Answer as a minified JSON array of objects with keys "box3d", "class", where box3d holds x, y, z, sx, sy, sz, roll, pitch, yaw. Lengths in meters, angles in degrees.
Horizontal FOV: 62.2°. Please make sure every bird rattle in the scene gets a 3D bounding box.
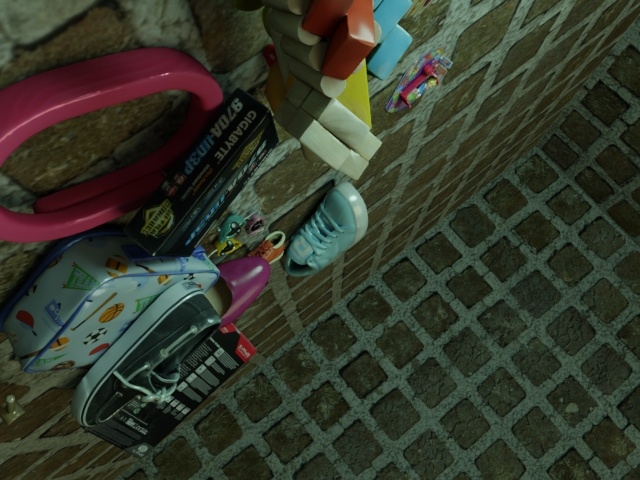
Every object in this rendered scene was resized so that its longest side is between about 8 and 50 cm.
[{"box3d":[-0.030,-0.178,0.569,0.143,0.206,0.253,-8,155,-6],"class":"bird rattle"}]

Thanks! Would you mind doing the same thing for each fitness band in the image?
[{"box3d":[-0.231,-0.099,0.569,0.291,0.054,0.209,-32,164,-34],"class":"fitness band"}]

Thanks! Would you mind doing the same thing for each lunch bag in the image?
[{"box3d":[-0.306,0.082,0.823,0.243,0.115,0.303,-46,164,16],"class":"lunch bag"}]

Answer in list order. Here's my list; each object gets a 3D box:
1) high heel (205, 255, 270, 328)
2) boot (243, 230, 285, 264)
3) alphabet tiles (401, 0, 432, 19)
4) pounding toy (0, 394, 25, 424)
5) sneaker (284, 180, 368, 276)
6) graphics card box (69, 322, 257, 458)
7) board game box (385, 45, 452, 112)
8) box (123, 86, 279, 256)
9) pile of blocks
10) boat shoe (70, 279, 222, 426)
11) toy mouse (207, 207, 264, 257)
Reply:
[{"box3d":[-0.266,0.143,1.059,0.377,0.127,0.181,-35,175,-6],"class":"high heel"},{"box3d":[-0.142,0.035,1.219,0.158,0.059,0.084,-40,166,-36],"class":"boot"},{"box3d":[0.212,-0.419,0.646,0.342,0.011,0.285,-49,179,33],"class":"alphabet tiles"},{"box3d":[-0.561,0.275,0.818,0.181,0.094,0.206,-46,175,6],"class":"pounding toy"},{"box3d":[0.000,0.000,1.304,0.150,0.135,0.366,-35,165,-30],"class":"sneaker"},{"box3d":[-0.348,0.314,1.231,0.371,0.094,0.232,-43,142,-14],"class":"graphics card box"},{"box3d":[0.204,-0.311,1.069,0.133,0.033,0.168,-30,163,-34],"class":"board game box"},{"box3d":[-0.144,-0.078,0.696,0.220,0.051,0.175,-52,179,-3],"class":"box"},{"box3d":[0.017,-0.204,0.364,0.149,0.112,0.362,-21,122,-10],"class":"pile of blocks"},{"box3d":[-0.267,0.203,0.828,0.306,0.105,0.113,-46,163,8],"class":"boat shoe"},{"box3d":[-0.155,-0.027,1.027,0.161,0.031,0.143,-24,160,-47],"class":"toy mouse"}]
